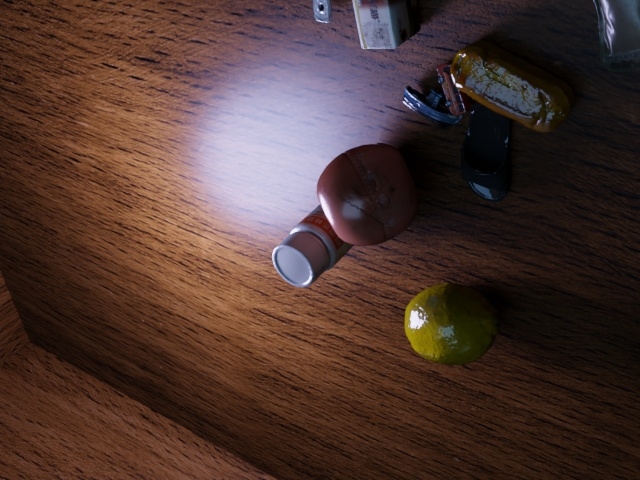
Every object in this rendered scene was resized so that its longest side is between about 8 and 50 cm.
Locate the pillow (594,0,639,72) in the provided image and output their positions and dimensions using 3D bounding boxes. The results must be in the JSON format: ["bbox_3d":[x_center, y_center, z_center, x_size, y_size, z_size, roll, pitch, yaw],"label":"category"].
[{"bbox_3d":[0.526,-0.389,1.253,0.130,0.033,0.217,3,126,40],"label":"pillow"}]

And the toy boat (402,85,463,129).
[{"bbox_3d":[0.238,-0.289,1.568,0.137,0.060,0.061,39,116,15],"label":"toy boat"}]

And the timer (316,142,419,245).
[{"bbox_3d":[0.112,-0.104,1.689,0.215,0.229,0.229,-28,108,6],"label":"timer"}]

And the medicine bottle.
[{"bbox_3d":[0.000,0.000,1.862,0.144,0.252,0.144,24,138,24],"label":"medicine bottle"}]

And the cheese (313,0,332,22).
[{"bbox_3d":[-0.004,-0.568,1.535,0.127,0.050,0.235,19,133,26],"label":"cheese"}]

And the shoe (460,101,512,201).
[{"bbox_3d":[0.340,-0.177,1.549,0.108,0.093,0.241,17,131,28],"label":"shoe"}]

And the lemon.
[{"bbox_3d":[0.318,0.203,1.807,0.260,0.204,0.204,-10,116,41],"label":"lemon"}]

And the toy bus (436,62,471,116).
[{"bbox_3d":[0.274,-0.311,1.516,0.043,0.031,0.110,-13,98,46],"label":"toy bus"}]

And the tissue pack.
[{"bbox_3d":[0.129,-0.468,1.464,0.099,0.106,0.148,10,129,35],"label":"tissue pack"}]

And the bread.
[{"bbox_3d":[0.368,-0.298,1.423,0.245,0.094,0.102,33,133,14],"label":"bread"}]
